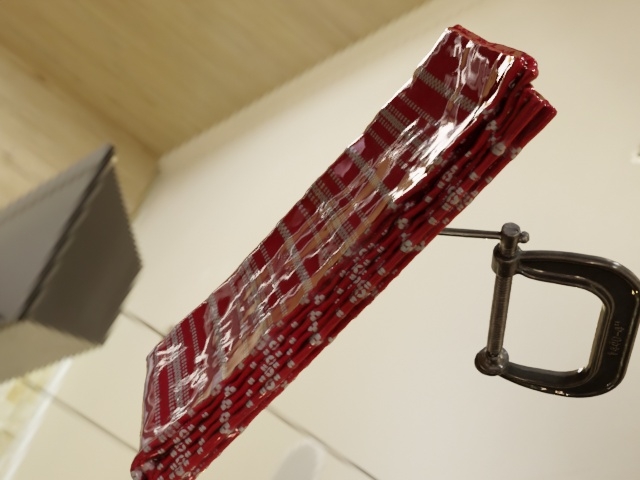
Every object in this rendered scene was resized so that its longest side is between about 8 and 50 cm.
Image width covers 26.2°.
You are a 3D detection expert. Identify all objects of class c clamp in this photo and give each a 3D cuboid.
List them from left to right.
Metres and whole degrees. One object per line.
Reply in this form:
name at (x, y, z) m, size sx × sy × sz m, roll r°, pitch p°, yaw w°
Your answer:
c clamp at (0.130, 0.045, 0.852) m, size 0.137 × 0.161 × 0.022 m, roll 3°, pitch -132°, yaw 11°

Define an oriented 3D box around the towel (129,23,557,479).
towel at (0.000, 0.000, 0.710) m, size 0.275 × 0.031 × 0.199 m, roll -46°, pitch -166°, yaw 8°
